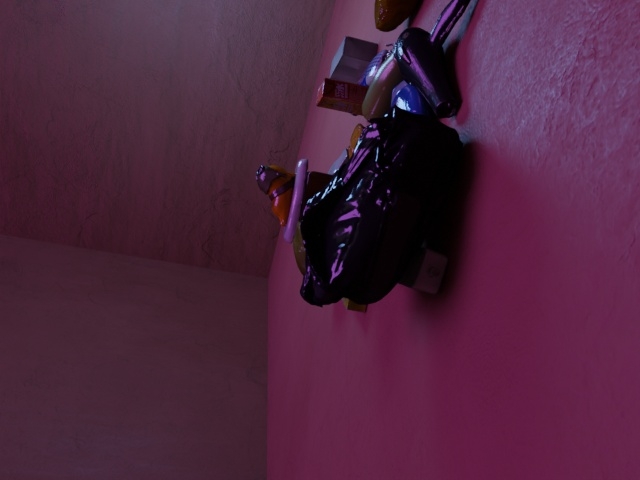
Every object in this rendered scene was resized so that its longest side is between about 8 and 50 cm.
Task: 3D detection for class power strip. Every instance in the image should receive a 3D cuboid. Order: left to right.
[{"bbox_3d":[0.194,0.057,1.256,0.385,0.062,0.091,-167,97,-79],"label":"power strip"}]

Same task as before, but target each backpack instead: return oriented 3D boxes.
[{"bbox_3d":[0.099,-0.054,1.158,0.446,0.254,0.363,-67,7,-20],"label":"backpack"}]

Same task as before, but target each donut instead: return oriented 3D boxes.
[{"bbox_3d":[0.146,-0.289,1.814,0.174,0.074,0.191,124,150,-62],"label":"donut"}]

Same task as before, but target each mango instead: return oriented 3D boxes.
[{"bbox_3d":[0.226,-0.742,1.627,0.151,0.155,0.249,55,147,20],"label":"mango"}]

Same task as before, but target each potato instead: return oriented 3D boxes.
[{"bbox_3d":[0.003,0.000,1.947,0.216,0.215,0.305,-141,50,-78],"label":"potato"}]

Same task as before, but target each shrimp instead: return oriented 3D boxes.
[{"bbox_3d":[0.230,-0.558,1.648,0.190,0.074,0.073,-79,-28,-65],"label":"shrimp"}]

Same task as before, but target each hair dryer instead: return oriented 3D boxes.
[{"bbox_3d":[0.298,-0.479,1.206,0.304,0.120,0.360,-102,32,-43],"label":"hair dryer"}]

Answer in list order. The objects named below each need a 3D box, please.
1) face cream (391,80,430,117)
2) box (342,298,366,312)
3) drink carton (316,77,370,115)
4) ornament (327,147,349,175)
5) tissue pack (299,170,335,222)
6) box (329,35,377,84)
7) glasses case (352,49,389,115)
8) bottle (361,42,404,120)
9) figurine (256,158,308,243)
[{"bbox_3d":[0.227,-0.314,1.385,0.149,0.083,0.264,112,164,-45],"label":"face cream"},{"bbox_3d":[0.104,0.093,1.699,0.260,0.062,0.175,-116,37,-73],"label":"box"},{"bbox_3d":[0.106,-0.462,1.774,0.096,0.222,0.071,153,125,-77],"label":"drink carton"},{"bbox_3d":[0.062,-0.205,2.012,0.121,0.130,0.285,-84,11,-46],"label":"ornament"},{"bbox_3d":[0.062,-0.107,1.613,0.136,0.245,0.160,-138,58,-78],"label":"tissue pack"},{"bbox_3d":[0.126,-0.704,2.141,0.225,0.129,0.086,156,124,-77],"label":"box"},{"bbox_3d":[0.169,-0.537,1.882,0.327,0.076,0.125,138,154,-73],"label":"glasses case"},{"bbox_3d":[0.204,-0.449,1.552,0.260,0.111,0.112,115,161,-55],"label":"bottle"},{"bbox_3d":[-0.126,-0.126,1.581,0.166,0.140,0.250,144,136,-75],"label":"figurine"}]
